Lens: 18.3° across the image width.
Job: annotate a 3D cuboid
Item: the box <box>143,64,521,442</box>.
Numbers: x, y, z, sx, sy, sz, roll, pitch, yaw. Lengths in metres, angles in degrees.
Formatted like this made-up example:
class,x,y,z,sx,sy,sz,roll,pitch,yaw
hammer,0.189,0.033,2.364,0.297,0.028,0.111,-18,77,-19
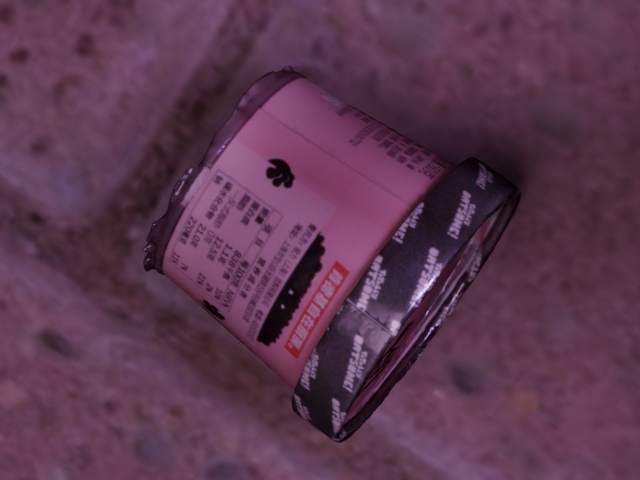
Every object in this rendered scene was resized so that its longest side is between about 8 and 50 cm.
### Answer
class,x,y,z,sx,sy,sz,roll,pitch,yaw
box,0.000,0.000,0.961,0.135,0.151,0.151,35,120,8
